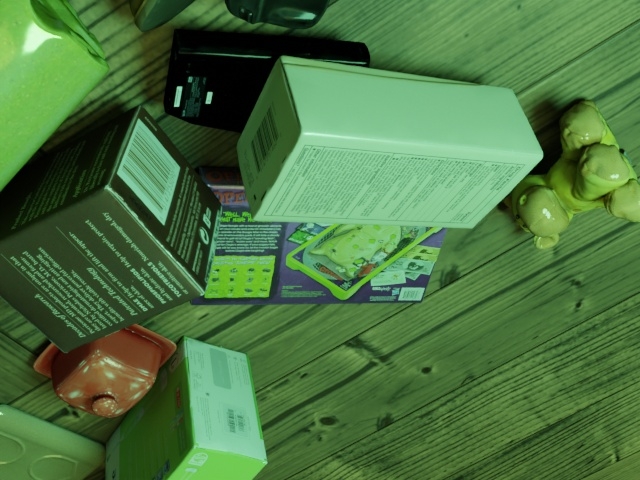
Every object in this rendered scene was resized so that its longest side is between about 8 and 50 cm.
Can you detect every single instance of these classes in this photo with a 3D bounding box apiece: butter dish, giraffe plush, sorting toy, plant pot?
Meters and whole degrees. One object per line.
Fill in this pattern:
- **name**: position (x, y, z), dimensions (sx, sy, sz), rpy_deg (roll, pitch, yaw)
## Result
- **butter dish**: position (-0.306, 0.197, 1.072), dimensions (0.160, 0.118, 0.160), rpy_deg (33, 115, -34)
- **giraffe plush**: position (0.327, -0.071, 1.007), dimensions (0.171, 0.181, 0.210), rpy_deg (-30, 165, 24)
- **sorting toy**: position (-0.470, 0.392, 1.249), dimensions (0.229, 0.041, 0.307), rpy_deg (-42, 127, 15)
- **plant pot**: position (-0.351, -0.153, 0.700), dimensions (0.254, 0.276, 0.276), rpy_deg (-39, 128, 4)

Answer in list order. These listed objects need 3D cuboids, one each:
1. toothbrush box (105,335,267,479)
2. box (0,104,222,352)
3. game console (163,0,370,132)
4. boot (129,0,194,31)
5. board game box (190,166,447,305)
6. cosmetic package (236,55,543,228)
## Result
- **toothbrush box**: position (-0.215, 0.321, 1.141), dimensions (0.122, 0.206, 0.283), rpy_deg (23, 119, -30)
- **box**: position (-0.246, -0.011, 0.853), dimensions (0.203, 0.168, 0.167), rpy_deg (-23, 126, 19)
- **game console**: position (-0.032, -0.234, 0.759), dimensions (0.213, 0.043, 0.361), rpy_deg (-1, 148, -21)
- **boot**: position (-0.116, -0.339, 0.712), dimensions (0.115, 0.112, 0.305), rpy_deg (39, 120, -3)
- **board game box**: position (0.000, 0.000, 1.035), dimensions (0.347, 0.056, 0.208), rpy_deg (1, 133, -15)
- **cosmetic package**: position (0.077, -0.103, 0.871), dimensions (0.310, 0.113, 0.160), rpy_deg (1, 147, -28)
